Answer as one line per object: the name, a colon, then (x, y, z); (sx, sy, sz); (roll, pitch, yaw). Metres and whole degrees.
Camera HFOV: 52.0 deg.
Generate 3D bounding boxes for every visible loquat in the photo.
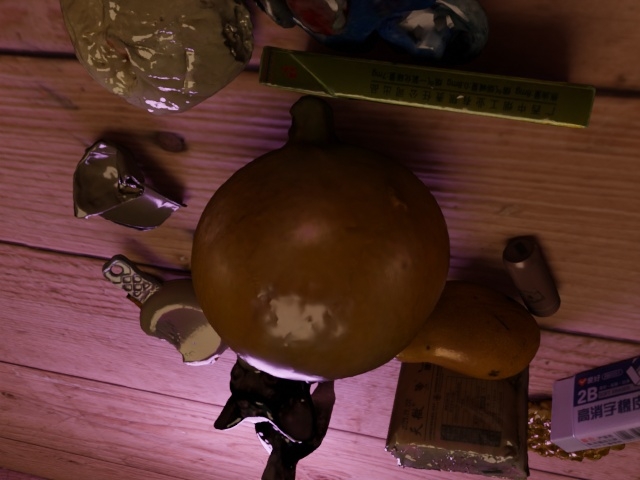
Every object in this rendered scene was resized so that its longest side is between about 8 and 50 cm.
loquat: (0.000, 0.000, 0.828); (0.328, 0.328, 0.360); (4, 106, 18)

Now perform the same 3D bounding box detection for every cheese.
cheese: (-0.286, 0.124, 1.236); (0.163, 0.082, 0.286); (-44, 117, 14)

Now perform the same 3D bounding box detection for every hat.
hat: (-0.298, -0.083, 1.033); (0.147, 0.085, 0.175); (-26, 149, 30)

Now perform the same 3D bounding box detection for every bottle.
bottle: (0.312, 0.057, 0.967); (0.053, 0.053, 0.140); (-9, 137, 31)

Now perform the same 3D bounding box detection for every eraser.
eraser: (0.497, 0.282, 1.123); (0.068, 0.125, 0.210); (32, 142, -20)

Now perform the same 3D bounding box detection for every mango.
mango: (0.208, 0.127, 0.960); (0.262, 0.157, 0.109); (7, 138, -25)

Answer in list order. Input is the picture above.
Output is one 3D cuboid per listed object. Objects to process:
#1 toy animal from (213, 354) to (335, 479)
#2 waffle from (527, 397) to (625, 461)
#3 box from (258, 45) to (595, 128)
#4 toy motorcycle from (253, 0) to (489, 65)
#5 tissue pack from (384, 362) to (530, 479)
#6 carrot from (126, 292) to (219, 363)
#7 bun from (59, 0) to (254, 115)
toy animal: (-0.083, 0.309, 1.247); (0.194, 0.303, 0.344); (0, 141, 18)
waffle: (0.486, 0.391, 1.325); (0.243, 0.059, 0.238); (2, 142, 18)
box: (0.108, -0.159, 0.687); (0.311, 0.173, 0.043); (10, 103, 10)
toy motorcycle: (0.015, -0.285, 0.584); (0.182, 0.241, 0.319); (-42, 140, 1)
tissue pack: (0.231, 0.241, 1.067); (0.214, 0.257, 0.123); (-1, 137, 22)
carrot: (-0.295, 0.165, 1.342); (0.070, 0.070, 0.260); (-10, 135, 32)
bun: (-0.188, -0.232, 0.726); (0.220, 0.134, 0.220); (12, 144, 9)
